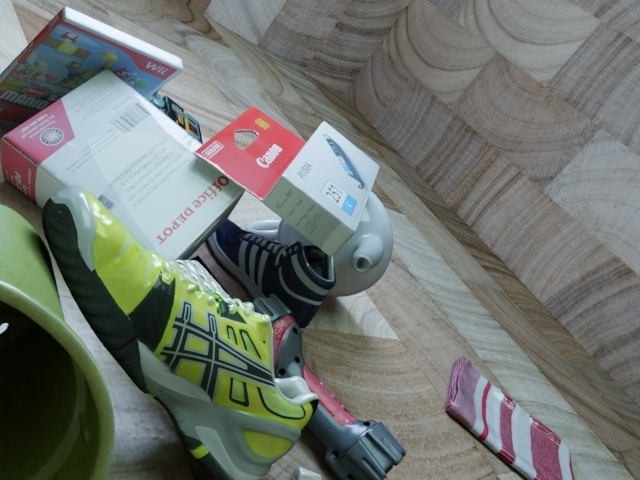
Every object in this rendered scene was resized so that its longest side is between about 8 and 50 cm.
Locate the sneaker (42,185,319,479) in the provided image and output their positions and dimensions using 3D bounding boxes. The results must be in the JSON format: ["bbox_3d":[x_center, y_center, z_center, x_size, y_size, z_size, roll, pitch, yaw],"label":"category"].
[{"bbox_3d":[-0.141,0.093,0.645,0.145,0.147,0.385,27,-29,58],"label":"sneaker"}]

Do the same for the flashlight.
[{"bbox_3d":[-0.006,0.215,0.881,0.304,0.103,0.103,44,18,17],"label":"flashlight"}]

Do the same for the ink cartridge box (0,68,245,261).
[{"bbox_3d":[-0.286,-0.087,0.908,0.283,0.117,0.207,39,53,-1],"label":"ink cartridge box"}]

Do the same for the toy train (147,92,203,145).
[{"bbox_3d":[-0.311,-0.182,1.168,0.190,0.142,0.334,36,18,-35],"label":"toy train"}]

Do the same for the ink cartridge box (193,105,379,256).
[{"bbox_3d":[-0.037,-0.132,1.009,0.261,0.066,0.296,37,28,-7],"label":"ink cartridge box"}]

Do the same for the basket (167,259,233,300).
[{"bbox_3d":[-0.170,0.113,0.799,0.167,0.103,0.113,45,16,17],"label":"basket"}]

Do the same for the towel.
[{"bbox_3d":[0.406,0.401,1.282,0.329,0.037,0.237,40,21,4],"label":"towel"}]

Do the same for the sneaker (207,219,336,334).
[{"bbox_3d":[-0.083,0.022,1.076,0.282,0.153,0.099,49,25,26],"label":"sneaker"}]

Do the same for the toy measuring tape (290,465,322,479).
[{"bbox_3d":[0.029,0.352,0.630,0.121,0.121,0.330,30,22,-23],"label":"toy measuring tape"}]

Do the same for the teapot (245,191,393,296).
[{"bbox_3d":[0.000,0.000,1.189,0.187,0.256,0.253,-11,65,-45],"label":"teapot"}]

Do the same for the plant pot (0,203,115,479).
[{"bbox_3d":[-0.308,0.082,0.468,0.276,0.276,0.254,27,12,-29],"label":"plant pot"}]

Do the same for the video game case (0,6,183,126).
[{"bbox_3d":[-0.389,-0.246,0.973,0.204,0.285,0.025,12,60,-50],"label":"video game case"}]

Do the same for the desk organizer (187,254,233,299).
[{"bbox_3d":[-0.180,0.084,0.933,0.130,0.050,0.047,47,22,22],"label":"desk organizer"}]
